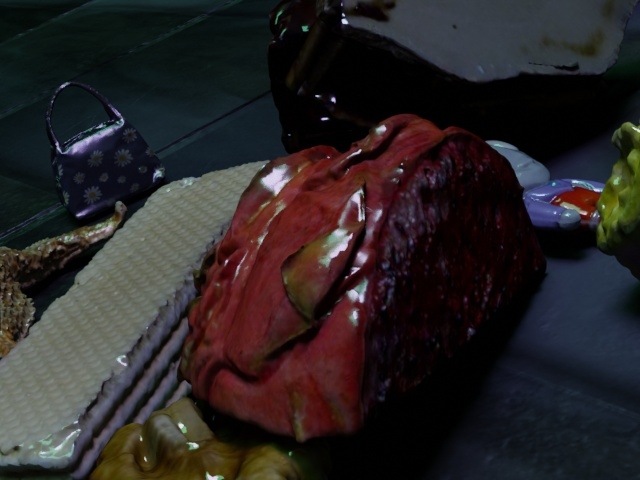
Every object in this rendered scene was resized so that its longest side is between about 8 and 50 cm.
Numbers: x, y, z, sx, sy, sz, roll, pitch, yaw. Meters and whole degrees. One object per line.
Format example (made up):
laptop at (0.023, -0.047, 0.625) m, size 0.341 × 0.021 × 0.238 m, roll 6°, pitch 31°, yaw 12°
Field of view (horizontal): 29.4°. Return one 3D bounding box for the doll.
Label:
doll at (0.141, -0.038, 0.965) m, size 0.227 × 0.075 × 0.102 m, roll 16°, pitch 24°, yaw 36°

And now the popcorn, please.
popcorn at (0.243, -0.027, 0.778) m, size 0.126 × 0.145 × 0.126 m, roll -24°, pitch 17°, yaw -30°

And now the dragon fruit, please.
dragon fruit at (0.000, 0.000, 0.805) m, size 0.205 × 0.152 × 0.317 m, roll -4°, pitch 15°, yaw 30°

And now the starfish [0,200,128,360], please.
starfish at (-0.343, 0.065, 1.091) m, size 0.301 × 0.084 × 0.293 m, roll -11°, pitch 24°, yaw 9°

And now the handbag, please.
handbag at (-0.246, -0.106, 1.312) m, size 0.115 × 0.139 × 0.072 m, roll -26°, pitch 17°, yaw -14°

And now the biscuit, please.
biscuit at (-0.142, 0.062, 0.952) m, size 0.144 × 0.078 × 0.426 m, roll -8°, pitch 26°, yaw 26°

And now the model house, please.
model house at (0.094, -0.153, 1.135) m, size 0.282 × 0.297 × 0.317 m, roll -39°, pitch 18°, yaw 51°

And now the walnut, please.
walnut at (-0.063, 0.145, 0.727) m, size 0.143 × 0.069 × 0.170 m, roll -21°, pitch 19°, yaw -13°

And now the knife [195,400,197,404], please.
knife at (-0.068, 0.098, 0.898) m, size 0.030 × 0.014 × 0.207 m, roll -6°, pitch 28°, yaw 23°
